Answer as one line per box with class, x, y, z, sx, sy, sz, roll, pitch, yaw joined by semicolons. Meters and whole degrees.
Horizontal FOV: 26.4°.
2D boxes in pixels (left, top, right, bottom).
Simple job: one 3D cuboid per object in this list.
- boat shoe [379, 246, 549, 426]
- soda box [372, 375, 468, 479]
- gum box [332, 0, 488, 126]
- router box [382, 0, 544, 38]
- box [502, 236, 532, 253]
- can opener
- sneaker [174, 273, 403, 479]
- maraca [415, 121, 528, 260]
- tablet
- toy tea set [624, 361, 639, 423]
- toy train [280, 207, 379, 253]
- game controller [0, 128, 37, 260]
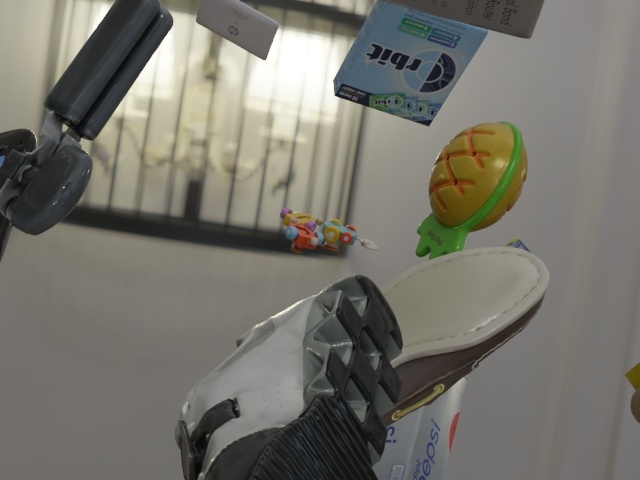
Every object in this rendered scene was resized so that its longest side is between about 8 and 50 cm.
boat shoe;0.081;0.114;1.335;0.324;0.097;0.116;-28;45;-11
soda box;0.117;0.219;1.744;0.091;0.286;0.098;-5;-42;30
gum box;0.125;-0.260;1.941;0.157;0.184;0.041;16;42;-19
router box;0.017;-0.260;0.835;0.301;0.082;0.335;16;-14;5
box;0.183;0.071;1.595;0.059;0.169;0.054;49;-21;13
can opener;-0.234;-0.128;1.394;0.093;0.280;0.074;26;-11;22
sneaker;-0.041;0.155;0.934;0.146;0.122;0.330;-20;21;23
maraca;0.169;-0.054;1.559;0.099;0.186;0.127;31;4;-21
tablet;-0.084;-0.216;1.360;0.083;0.006;0.054;30;-41;4
toy tea set;0.414;0.065;1.138;0.200;0.124;0.336;25;-42;-13
toy train;0.000;0.000;2.050;0.166;0.046;0.125;11;19;-37
game controller;-0.449;-0.035;1.707;0.166;0.067;0.319;-23;34;17
